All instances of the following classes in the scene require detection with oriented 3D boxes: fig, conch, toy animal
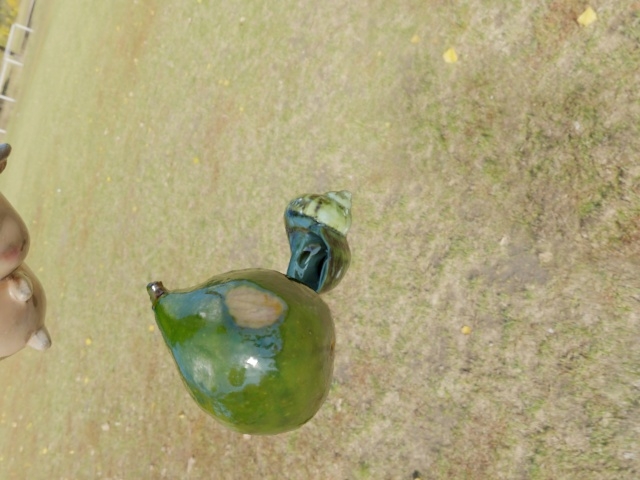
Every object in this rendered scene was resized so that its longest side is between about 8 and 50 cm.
[{"bbox_3d":[-0.099,0.117,0.632,0.245,0.195,0.195,16,91,13],"label":"fig"},{"bbox_3d":[0.003,-0.001,0.959,0.187,0.124,0.181,46,131,49],"label":"conch"},{"bbox_3d":[-0.404,0.028,0.598,0.154,0.166,0.250,19,125,29],"label":"toy animal"}]
